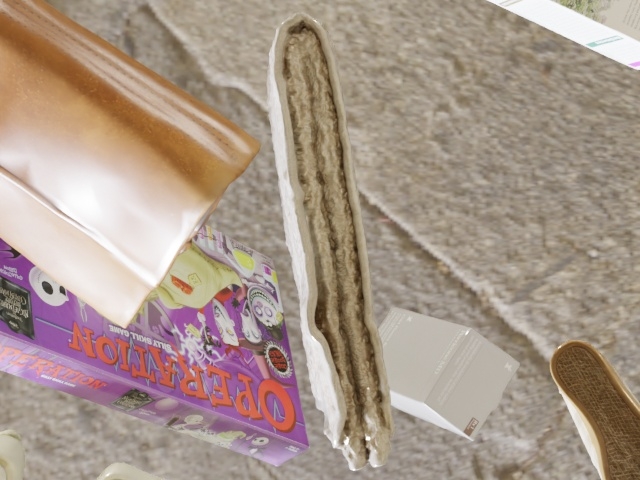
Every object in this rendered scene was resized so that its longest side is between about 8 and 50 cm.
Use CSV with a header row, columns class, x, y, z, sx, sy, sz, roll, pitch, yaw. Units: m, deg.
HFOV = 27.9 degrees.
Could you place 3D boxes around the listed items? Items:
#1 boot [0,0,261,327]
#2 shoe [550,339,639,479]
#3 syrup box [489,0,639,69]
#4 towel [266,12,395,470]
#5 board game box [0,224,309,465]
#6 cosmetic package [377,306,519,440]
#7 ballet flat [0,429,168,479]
class,x,y,z,sx,sy,sz,roll,pitch,yaw
boot,-0.186,-0.061,0.564,0.280,0.096,0.264,36,139,-12
shoe,0.298,0.196,1.262,0.076,0.058,0.219,-29,69,10
syrup box,0.224,-0.244,1.161,0.237,0.096,0.093,22,88,-11
towel,0.000,0.000,0.855,0.049,0.187,0.282,-9,93,-4
board game box,-0.152,0.048,1.060,0.056,0.347,0.208,-30,52,29
cosmetic package,0.154,0.179,1.773,0.127,0.107,0.238,-57,19,-11
ballet flat,-0.209,0.255,1.068,0.482,0.164,0.182,16,114,-5
